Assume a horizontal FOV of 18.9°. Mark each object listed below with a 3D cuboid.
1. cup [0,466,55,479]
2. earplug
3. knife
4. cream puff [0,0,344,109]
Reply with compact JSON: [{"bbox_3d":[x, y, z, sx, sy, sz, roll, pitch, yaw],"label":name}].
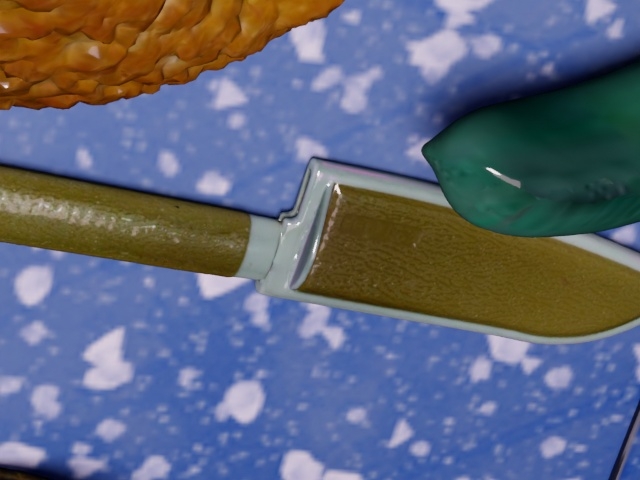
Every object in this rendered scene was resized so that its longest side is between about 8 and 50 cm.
[{"bbox_3d":[-0.106,0.206,0.776,0.239,0.166,0.177,-9,128,-10],"label":"cup"},{"bbox_3d":[0.159,-0.138,0.661,0.257,0.164,0.280,-1,117,28],"label":"earplug"},{"bbox_3d":[0.000,-0.001,0.754,0.343,0.027,0.061,11,114,-23],"label":"knife"},{"bbox_3d":[-0.067,-0.165,0.515,0.303,0.212,0.303,-9,121,-16],"label":"cream puff"}]
